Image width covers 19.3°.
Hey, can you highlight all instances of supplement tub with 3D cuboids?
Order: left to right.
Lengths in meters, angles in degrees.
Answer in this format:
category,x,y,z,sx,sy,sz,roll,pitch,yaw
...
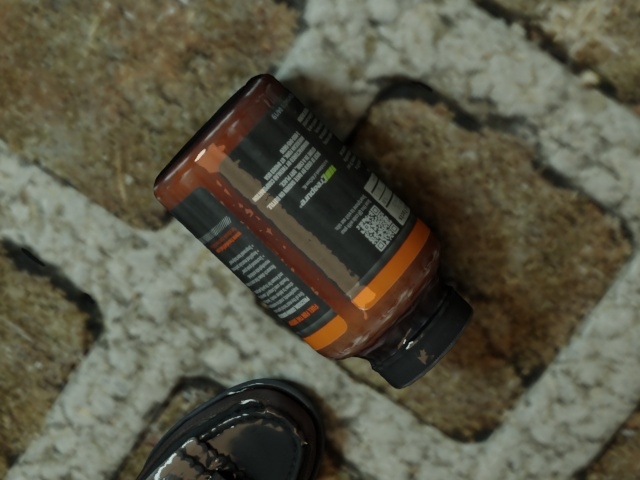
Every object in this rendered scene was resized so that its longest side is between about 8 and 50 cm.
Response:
category,x,y,z,sx,sy,sz,roll,pitch,yaw
supplement tub,0.000,0.000,1.143,0.198,0.106,0.106,45,111,-7

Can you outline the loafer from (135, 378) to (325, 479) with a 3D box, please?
category,x,y,z,sx,sy,sz,roll,pitch,yaw
loafer,-0.109,0.218,1.247,0.109,0.095,0.302,42,111,-5
